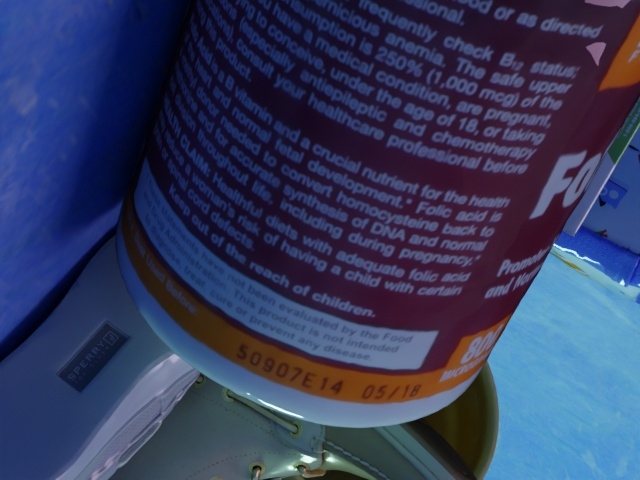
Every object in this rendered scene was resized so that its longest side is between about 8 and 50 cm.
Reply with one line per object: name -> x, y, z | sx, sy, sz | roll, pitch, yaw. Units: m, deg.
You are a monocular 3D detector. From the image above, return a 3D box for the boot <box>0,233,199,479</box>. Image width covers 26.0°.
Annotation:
boot -> -0.128, 0.081, 0.809 | 0.258, 0.095, 0.123 | -42, 169, -39

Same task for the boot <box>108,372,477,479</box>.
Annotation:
boot -> -0.052, 0.153, 0.865 | 0.203, 0.262, 0.095 | -57, 159, -4

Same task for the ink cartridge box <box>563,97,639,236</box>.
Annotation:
ink cartridge box -> 0.187, -0.129, 1.321 | 0.160, 0.219, 0.092 | -60, 173, 10

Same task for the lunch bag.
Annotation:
lunch bag -> 0.280, -0.090, 1.568 | 0.385, 0.327, 0.239 | -37, 151, -61

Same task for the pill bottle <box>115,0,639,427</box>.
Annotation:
pill bottle -> 0.054, -0.116, 0.676 | 0.224, 0.224, 0.392 | -46, 164, -53

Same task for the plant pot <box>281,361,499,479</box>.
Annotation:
plant pot -> 0.019, 0.189, 1.415 | 0.254, 0.254, 0.239 | -54, -176, -29
